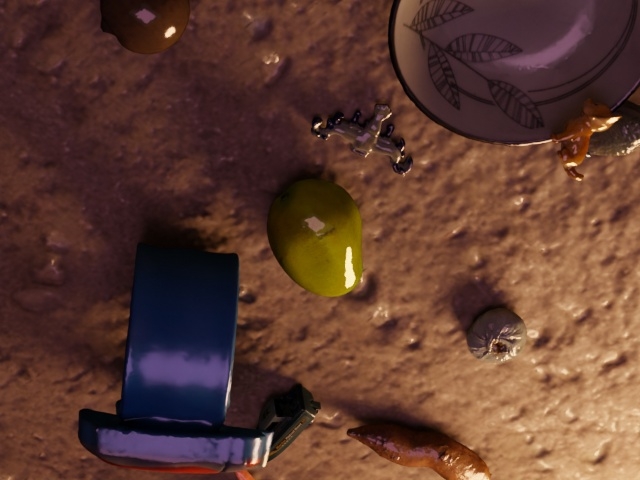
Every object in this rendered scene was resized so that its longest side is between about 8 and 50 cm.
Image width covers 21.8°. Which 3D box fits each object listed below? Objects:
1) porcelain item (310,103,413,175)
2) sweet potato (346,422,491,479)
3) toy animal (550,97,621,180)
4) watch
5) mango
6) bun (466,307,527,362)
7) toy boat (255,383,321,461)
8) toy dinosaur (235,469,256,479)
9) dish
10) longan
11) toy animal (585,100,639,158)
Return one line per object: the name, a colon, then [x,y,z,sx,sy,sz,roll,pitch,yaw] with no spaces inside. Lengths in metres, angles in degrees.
porcelain item: [0.061,-0.134,2.000,0.136,0.021,0.075,23,120,-15]
sweet potato: [0.139,0.285,2.258,0.218,0.051,0.065,21,122,-15]
toy animal: [0.305,-0.117,1.885,0.083,0.060,0.081,-25,86,10]
watch: [-0.173,0.143,2.074,0.241,0.305,0.275,5,93,-8]
mango: [-0.007,0.000,2.047,0.117,0.089,0.163,-2,124,1]
bun: [0.229,0.127,2.160,0.083,0.045,0.083,2,121,3]
toy boat: [-0.062,0.256,2.233,0.060,0.055,0.141,28,119,-26]
toy dinosaur: [-0.081,0.405,2.329,0.101,0.055,0.280,-27,120,-11]
dish: [0.228,-0.262,1.869,0.316,0.106,0.316,-3,126,-3]
longan: [-0.201,-0.259,1.875,0.113,0.092,0.113,2,145,1]
toy animal: [0.374,-0.113,1.928,0.253,0.070,0.079,29,149,29]
